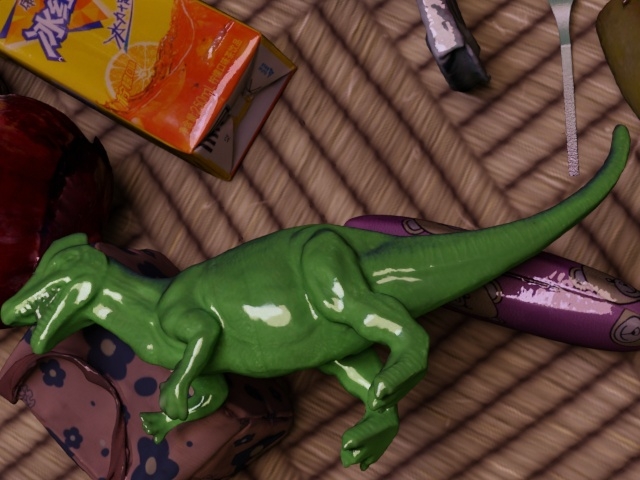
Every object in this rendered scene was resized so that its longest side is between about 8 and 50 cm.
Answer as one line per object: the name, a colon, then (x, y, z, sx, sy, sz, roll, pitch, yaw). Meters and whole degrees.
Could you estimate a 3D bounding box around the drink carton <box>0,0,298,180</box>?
drink carton: (-0.216, -0.214, 1.717, 0.351, 0.111, 0.155, 29, 86, 24)

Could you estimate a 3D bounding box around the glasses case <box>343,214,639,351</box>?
glasses case: (0.167, 0.039, 1.514, 0.316, 0.123, 0.076, 16, 81, 22)

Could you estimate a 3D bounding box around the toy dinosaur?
toy dinosaur: (0.000, 0.000, 1.468, 0.374, 0.144, 0.500, 35, 69, 26)

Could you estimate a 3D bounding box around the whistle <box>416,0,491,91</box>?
whistle: (0.051, -0.329, 1.625, 0.404, 0.168, 0.188, 39, 92, 18)

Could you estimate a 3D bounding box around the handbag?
handbag: (-0.180, 0.148, 1.579, 0.193, 0.190, 0.251, -47, 71, 14)

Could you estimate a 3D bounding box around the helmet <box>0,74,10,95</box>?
helmet: (-0.396, -0.128, 1.754, 0.155, 0.106, 0.175, -14, 70, 22)

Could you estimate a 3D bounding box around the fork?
fork: (0.247, -0.180, 1.598, 0.039, 0.021, 0.235, -7, 74, 20)

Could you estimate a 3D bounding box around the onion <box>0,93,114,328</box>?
onion: (-0.308, -0.024, 1.627, 0.190, 0.246, 0.246, 23, 85, 11)

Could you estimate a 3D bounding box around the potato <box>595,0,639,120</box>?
potato: (0.419, -0.160, 1.490, 0.269, 0.112, 0.255, -24, 71, 14)
